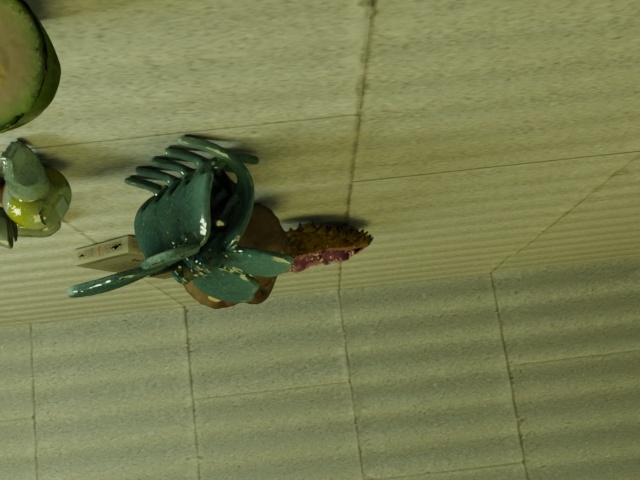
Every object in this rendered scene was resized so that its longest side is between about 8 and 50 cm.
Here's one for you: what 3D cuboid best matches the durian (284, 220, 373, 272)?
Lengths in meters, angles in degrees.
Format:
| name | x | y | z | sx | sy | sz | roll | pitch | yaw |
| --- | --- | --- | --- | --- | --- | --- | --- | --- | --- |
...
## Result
| name | x | y | z | sx | sy | sz | roll | pitch | yaw |
| --- | --- | --- | --- | --- | --- | --- | --- | --- | --- |
| durian | 0.001 | 0.001 | 2.013 | 0.341 | 0.112 | 0.191 | -9 | 161 | -28 |

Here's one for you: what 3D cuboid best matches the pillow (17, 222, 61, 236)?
| name | x | y | z | sx | sy | sz | roll | pitch | yaw |
| --- | --- | --- | --- | --- | --- | --- | --- | --- | --- |
| pillow | -0.678 | -0.035 | 1.616 | 0.229 | 0.051 | 0.128 | 4 | 162 | -32 |

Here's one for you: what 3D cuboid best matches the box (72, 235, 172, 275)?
| name | x | y | z | sx | sy | sz | roll | pitch | yaw |
| --- | --- | --- | --- | --- | --- | --- | --- | --- | --- |
| box | -0.484 | 0.053 | 2.108 | 0.204 | 0.051 | 0.365 | -12 | 166 | 28 |

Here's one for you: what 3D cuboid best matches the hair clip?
| name | x | y | z | sx | sy | sz | roll | pitch | yaw |
| --- | --- | --- | --- | --- | --- | --- | --- | --- | --- |
| hair clip | -0.243 | -0.028 | 1.415 | 0.391 | 0.239 | 0.318 | 6 | 162 | -36 |

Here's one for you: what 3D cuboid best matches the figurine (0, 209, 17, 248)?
| name | x | y | z | sx | sy | sz | roll | pitch | yaw |
| --- | --- | --- | --- | --- | --- | --- | --- | --- | --- |
| figurine | -0.745 | -0.023 | 1.331 | 0.381 | 0.205 | 0.224 | -11 | -159 | -25 |

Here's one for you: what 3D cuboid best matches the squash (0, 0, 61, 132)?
| name | x | y | z | sx | sy | sz | roll | pitch | yaw |
| --- | --- | --- | --- | --- | --- | --- | --- | --- | --- |
| squash | -0.365 | -0.192 | 0.831 | 0.170 | 0.170 | 0.123 | -7 | 180 | 3 |

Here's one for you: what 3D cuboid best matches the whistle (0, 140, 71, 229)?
| name | x | y | z | sx | sy | sz | roll | pitch | yaw |
| --- | --- | --- | --- | --- | --- | --- | --- | --- | --- |
| whistle | -0.512 | -0.098 | 1.310 | 0.122 | 0.123 | 0.223 | -6 | 153 | -4 |

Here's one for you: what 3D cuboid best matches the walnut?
| name | x | y | z | sx | sy | sz | roll | pitch | yaw |
| --- | --- | --- | --- | --- | --- | --- | --- | --- | --- |
| walnut | -0.199 | 0.038 | 1.738 | 0.273 | 0.227 | 0.273 | -8 | -167 | 2 |

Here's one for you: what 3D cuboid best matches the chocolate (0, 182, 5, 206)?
| name | x | y | z | sx | sy | sz | roll | pitch | yaw |
| --- | --- | --- | --- | --- | --- | --- | --- | --- | --- |
| chocolate | -0.579 | -0.095 | 1.439 | 0.100 | 0.031 | 0.065 | -6 | 151 | -19 |
